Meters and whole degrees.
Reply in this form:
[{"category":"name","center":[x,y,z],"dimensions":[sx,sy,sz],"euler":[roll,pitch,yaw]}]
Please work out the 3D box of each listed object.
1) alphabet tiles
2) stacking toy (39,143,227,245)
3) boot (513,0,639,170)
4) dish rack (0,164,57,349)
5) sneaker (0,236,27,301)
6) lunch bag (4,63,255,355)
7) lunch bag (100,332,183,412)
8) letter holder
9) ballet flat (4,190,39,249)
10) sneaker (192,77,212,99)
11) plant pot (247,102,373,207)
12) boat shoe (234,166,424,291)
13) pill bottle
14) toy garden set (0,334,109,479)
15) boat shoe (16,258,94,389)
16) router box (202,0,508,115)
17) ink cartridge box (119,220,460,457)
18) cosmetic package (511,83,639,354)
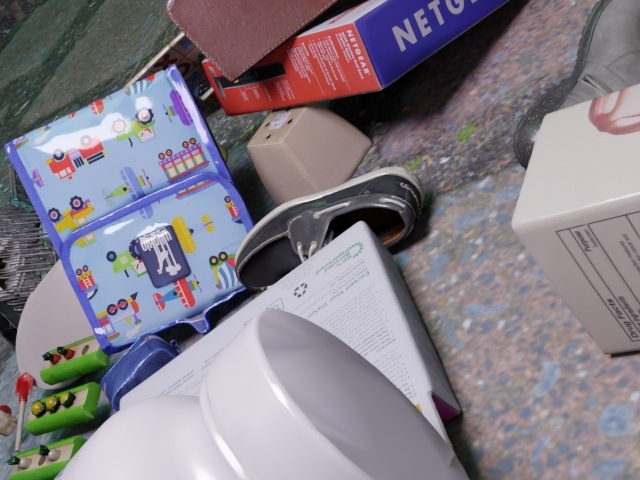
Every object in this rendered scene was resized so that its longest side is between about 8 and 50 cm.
[{"category":"alphabet tiles","center":[-0.210,-0.174,1.277],"dimensions":[0.237,0.009,0.198],"euler":[-42,-16,10]},{"category":"stacking toy","center":[-0.312,-0.118,1.515],"dimensions":[0.309,0.130,0.279],"euler":[-37,30,10]},{"category":"boot","center":[0.298,-0.139,0.859],"dimensions":[0.161,0.083,0.246],"euler":[22,74,51]},{"category":"dish rack","center":[-0.430,0.012,1.399],"dimensions":[0.074,0.271,0.208],"euler":[-9,14,-31]},{"category":"sneaker","center":[-0.582,0.035,1.686],"dimensions":[0.169,0.108,0.292],"euler":[-35,40,12]},{"category":"lunch bag","center":[-0.199,-0.019,1.143],"dimensions":[0.221,0.293,0.138],"euler":[-26,-11,-1]},{"category":"lunch bag","center":[-0.191,0.150,1.073],"dimensions":[0.098,0.067,0.065],"euler":[-47,29,-9]},{"category":"letter holder","center":[-0.053,-0.362,1.050],"dimensions":[0.302,0.214,0.152],"euler":[-34,32,18]},{"category":"ballet flat","center":[-0.551,-0.036,1.780],"dimensions":[0.070,0.070,0.188],"euler":[-38,25,10]},{"category":"sneaker","center":[-0.140,-0.284,1.574],"dimensions":[0.211,0.080,0.081],"euler":[-21,14,18]},{"category":"plant pot","center":[-0.023,-0.110,1.181],"dimensions":[0.109,0.096,0.109],"euler":[1,51,52]},{"category":"boat shoe","center":[0.000,0.000,1.019],"dimensions":[0.233,0.084,0.079],"euler":[-25,32,25]},{"category":"pill bottle","center":[-0.102,0.249,0.601],"dimensions":[0.407,0.229,0.229],"euler":[-49,28,11]},{"category":"toy garden set","center":[-0.353,0.232,1.136],"dimensions":[0.204,0.049,0.244],"euler":[-21,47,34]},{"category":"boat shoe","center":[-0.281,0.041,1.306],"dimensions":[0.340,0.127,0.158],"euler":[-63,-11,1]},{"category":"router box","center":[0.065,-0.278,1.207],"dimensions":[0.335,0.082,0.301],"euler":[-38,23,-31]},{"category":"ink cartridge box","center":[-0.041,0.175,0.855],"dimensions":[0.324,0.071,0.330],"euler":[-36,33,12]},{"category":"cosmetic package","center":[0.298,-0.035,0.630],"dimensions":[0.296,0.153,0.129],"euler":[-15,38,39]}]
